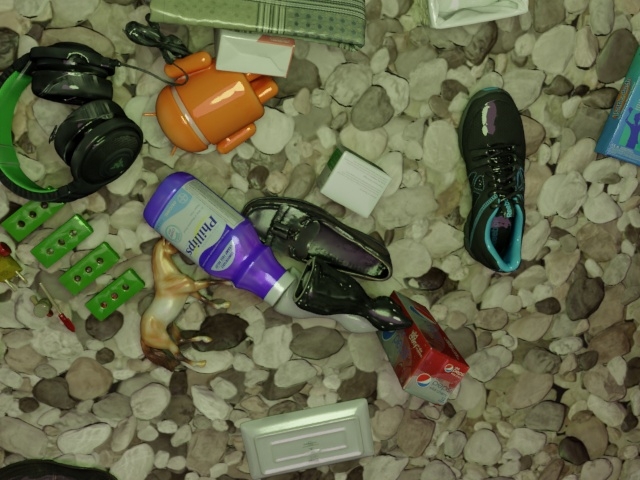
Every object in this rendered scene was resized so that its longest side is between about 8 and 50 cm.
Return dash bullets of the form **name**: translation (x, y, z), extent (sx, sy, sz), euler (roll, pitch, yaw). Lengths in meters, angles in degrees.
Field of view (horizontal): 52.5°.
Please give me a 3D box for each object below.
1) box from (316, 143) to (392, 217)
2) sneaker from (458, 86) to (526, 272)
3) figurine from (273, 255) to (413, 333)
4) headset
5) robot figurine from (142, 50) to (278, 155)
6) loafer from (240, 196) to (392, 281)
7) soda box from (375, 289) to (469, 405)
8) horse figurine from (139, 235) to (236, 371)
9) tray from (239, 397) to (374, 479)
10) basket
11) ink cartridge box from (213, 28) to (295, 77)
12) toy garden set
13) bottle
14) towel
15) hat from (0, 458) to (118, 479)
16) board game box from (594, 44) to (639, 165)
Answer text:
- **box**: translation (0.058, -0.109, 1.168), extent (0.102, 0.101, 0.087), euler (28, 102, -12)
- **sneaker**: translation (0.332, -0.106, 1.183), extent (0.125, 0.139, 0.340), euler (-8, 106, -3)
- **figurine**: translation (0.037, 0.122, 1.197), extent (0.210, 0.215, 0.092), euler (25, 73, -15)
- **headset**: translation (-0.380, -0.212, 1.009), extent (0.394, 0.185, 0.243), euler (-24, 83, 16)
- **robot figurine**: translation (-0.183, -0.233, 1.089), extent (0.220, 0.158, 0.128), euler (-30, 75, 3)
- **loafer**: translation (0.000, 0.000, 1.196), extent (0.303, 0.095, 0.109), euler (21, 100, -13)
- **soda box**: translation (0.175, 0.189, 1.188), extent (0.084, 0.263, 0.092), euler (28, 102, -15)
- **horse figurine**: translation (-0.269, 0.136, 1.223), extent (0.175, 0.066, 0.263), euler (22, 101, -19)
- **tray**: translation (-0.024, 0.423, 1.359), extent (0.271, 0.030, 0.145), euler (-10, 109, -4)
- **basket**: translation (0.250, -0.425, 1.095), extent (0.167, 0.103, 0.113), euler (-10, 108, -3)
- **ink cartridge box**: translation (-0.113, -0.356, 1.050), extent (0.116, 0.198, 0.067), euler (3, 141, -16)
- **toy garden set**: translation (-0.479, 0.051, 1.183), extent (0.204, 0.049, 0.244), euler (-38, 108, 3)
- **bottle**: translation (-0.173, 0.003, 1.138), extent (0.283, 0.092, 0.118), euler (40, 112, 3)
- **towel**: translation (-0.092, -0.427, 0.989), extent (0.325, 0.056, 0.312), euler (5, 65, -12)
- **hat**: translation (-0.548, 0.603, 1.297), extent (0.332, 0.134, 0.331), euler (-2, 108, -6)
- **board game box**: translation (0.638, -0.242, 1.226), extent (0.160, 0.047, 0.210), euler (16, 105, -11)
